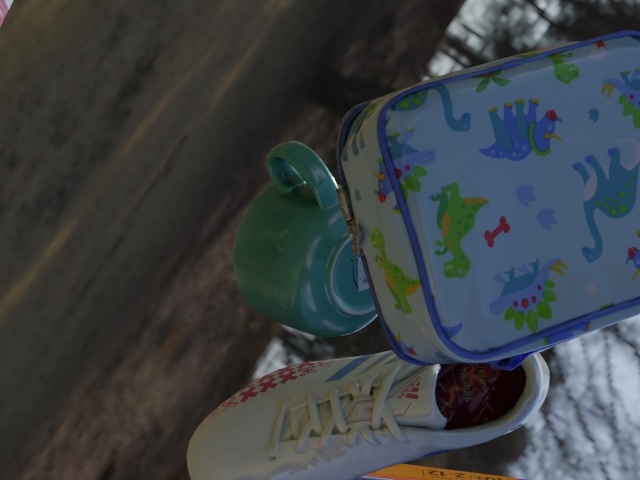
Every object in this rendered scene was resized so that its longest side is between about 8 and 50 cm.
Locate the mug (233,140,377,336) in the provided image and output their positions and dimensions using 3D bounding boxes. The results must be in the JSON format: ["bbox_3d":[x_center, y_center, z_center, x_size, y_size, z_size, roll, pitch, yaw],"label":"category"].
[{"bbox_3d":[-0.002,0.009,1.265,0.097,0.158,0.129,18,-108,47],"label":"mug"}]

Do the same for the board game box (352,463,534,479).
[{"bbox_3d":[0.114,0.491,1.755,0.356,0.357,0.356,-81,178,-78],"label":"board game box"}]

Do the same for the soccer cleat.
[{"bbox_3d":[0.039,0.147,1.305,0.331,0.116,0.143,-16,172,-2],"label":"soccer cleat"}]

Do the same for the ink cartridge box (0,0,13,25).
[{"bbox_3d":[-0.304,-0.250,1.269,0.063,0.109,0.150,69,35,-55],"label":"ink cartridge box"}]

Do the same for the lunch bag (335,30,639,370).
[{"bbox_3d":[0.125,-0.022,0.902,0.219,0.176,0.090,-17,-179,-24],"label":"lunch bag"}]
